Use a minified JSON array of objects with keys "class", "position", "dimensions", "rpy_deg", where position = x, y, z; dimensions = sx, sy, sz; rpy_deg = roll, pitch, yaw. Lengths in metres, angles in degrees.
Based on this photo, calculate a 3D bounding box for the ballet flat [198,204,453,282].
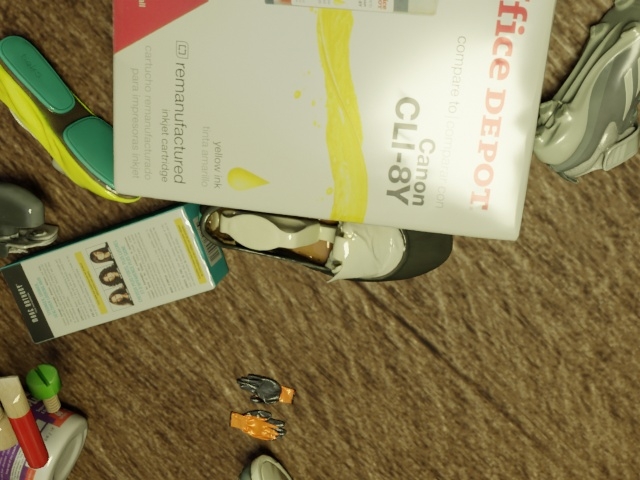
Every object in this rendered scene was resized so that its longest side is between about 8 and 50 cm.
[{"class":"ballet flat","position":[0.000,0.000,0.774],"dimensions":[0.280,0.096,0.095],"rpy_deg":[7,106,8]}]

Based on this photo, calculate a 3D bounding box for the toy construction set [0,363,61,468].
[{"class":"toy construction set","position":[-0.437,0.113,0.769],"dimensions":[0.308,0.257,0.237],"rpy_deg":[12,130,13]}]

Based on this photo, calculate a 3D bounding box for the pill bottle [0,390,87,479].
[{"class":"pill bottle","position":[-0.403,0.236,0.907],"dimensions":[0.193,0.108,0.108],"rpy_deg":[22,108,3]}]

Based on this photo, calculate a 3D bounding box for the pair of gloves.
[{"class":"pair of gloves","position":[-0.073,0.206,0.891],"dimensions":[0.074,0.010,0.083],"rpy_deg":[15,107,6]}]

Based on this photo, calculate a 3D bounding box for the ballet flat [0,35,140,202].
[{"class":"ballet flat","position":[-0.288,-0.122,0.811],"dimensions":[0.231,0.077,0.077],"rpy_deg":[49,129,-3]}]

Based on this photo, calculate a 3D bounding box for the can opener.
[{"class":"can opener","position":[-0.441,-0.035,0.856],"dimensions":[0.280,0.074,0.093],"rpy_deg":[7,108,11]}]

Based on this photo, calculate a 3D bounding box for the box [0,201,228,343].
[{"class":"box","position":[-0.239,0.035,0.845],"dimensions":[0.244,0.060,0.101],"rpy_deg":[-17,102,14]}]

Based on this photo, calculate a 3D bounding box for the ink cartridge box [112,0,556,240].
[{"class":"ink cartridge box","position":[0.014,-0.170,0.688],"dimensions":[0.384,0.160,0.279],"rpy_deg":[7,107,8]}]

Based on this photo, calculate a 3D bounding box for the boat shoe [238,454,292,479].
[{"class":"boat shoe","position":[-0.046,0.413,0.892],"dimensions":[0.099,0.116,0.320],"rpy_deg":[-18,107,11]}]

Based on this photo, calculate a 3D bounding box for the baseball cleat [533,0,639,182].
[{"class":"baseball cleat","position":[0.289,-0.151,0.702],"dimensions":[0.109,0.072,0.206],"rpy_deg":[32,103,-28]}]
